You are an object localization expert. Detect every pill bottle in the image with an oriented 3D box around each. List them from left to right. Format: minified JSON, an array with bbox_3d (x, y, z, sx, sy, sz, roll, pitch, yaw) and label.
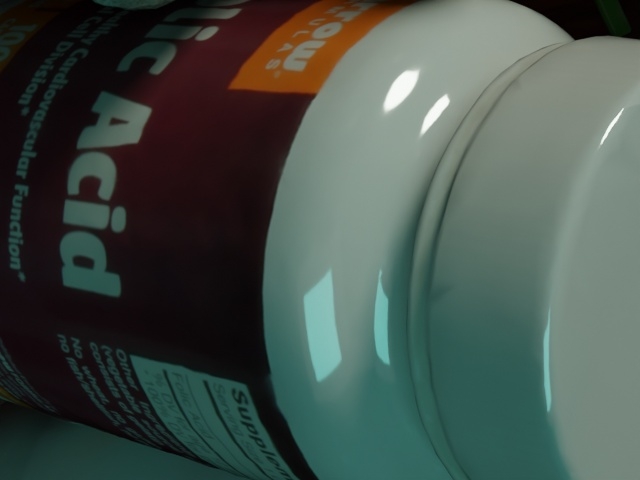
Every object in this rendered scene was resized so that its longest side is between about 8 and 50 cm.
[{"bbox_3d":[0.000,0.000,0.725,0.392,0.224,0.224,9,130,44],"label":"pill bottle"}]

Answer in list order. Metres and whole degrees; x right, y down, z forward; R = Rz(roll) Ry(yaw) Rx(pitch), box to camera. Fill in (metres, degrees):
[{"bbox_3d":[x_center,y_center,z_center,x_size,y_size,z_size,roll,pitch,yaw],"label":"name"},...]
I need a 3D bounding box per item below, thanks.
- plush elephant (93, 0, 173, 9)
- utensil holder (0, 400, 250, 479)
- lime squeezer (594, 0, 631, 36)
[{"bbox_3d":[-0.034,-0.238,0.647,0.330,0.272,0.255,8,145,-36],"label":"plush elephant"},{"bbox_3d":[0.032,0.219,0.896,0.385,0.328,0.328,-9,120,16],"label":"utensil holder"},{"bbox_3d":[0.129,-0.241,0.746,0.110,0.059,0.310,-3,126,-22],"label":"lime squeezer"}]
